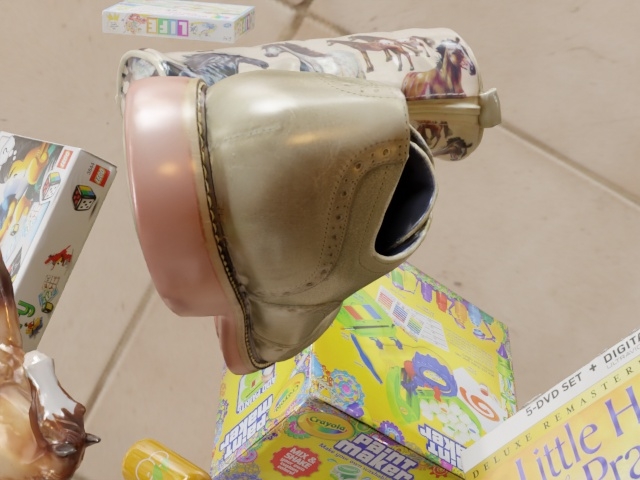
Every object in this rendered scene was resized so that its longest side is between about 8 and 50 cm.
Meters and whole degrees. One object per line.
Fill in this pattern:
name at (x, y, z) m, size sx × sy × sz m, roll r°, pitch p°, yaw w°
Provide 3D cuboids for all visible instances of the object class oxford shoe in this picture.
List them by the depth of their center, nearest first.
oxford shoe at (0.000, 0.000, 0.717) m, size 0.146 × 0.397 × 0.141 m, roll -9°, pitch 82°, yaw 4°

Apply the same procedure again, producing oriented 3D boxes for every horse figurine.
horse figurine at (-0.221, 0.103, 0.662) m, size 0.263 × 0.066 × 0.174 m, roll -40°, pitch 68°, yaw 26°

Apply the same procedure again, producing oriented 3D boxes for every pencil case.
pencil case at (-0.010, -0.147, 1.343) m, size 0.410 × 0.183 × 0.160 m, roll -8°, pitch 119°, yaw -24°

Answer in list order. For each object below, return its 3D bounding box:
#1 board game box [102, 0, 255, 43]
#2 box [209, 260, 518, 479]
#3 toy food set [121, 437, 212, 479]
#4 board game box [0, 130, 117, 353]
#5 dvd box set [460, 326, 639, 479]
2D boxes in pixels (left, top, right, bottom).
board game box at (-0.162, -0.256, 1.396) m, size 0.154 × 0.103 × 0.026 m, roll 6°, pitch 111°, yaw 9°
box at (0.056, 0.172, 1.321) m, size 0.290 × 0.279 × 0.177 m, roll 32°, pitch 125°, yaw -22°
toy food set at (-0.156, 0.269, 0.879) m, size 0.232 × 0.104 × 0.111 m, roll -45°, pitch 136°, yaw -26°
board game box at (-0.330, 0.043, 1.224) m, size 0.053 × 0.193 × 0.305 m, roll 29°, pitch 81°, yaw -38°
dvd box set at (0.261, 0.250, 0.819) m, size 0.062 × 0.420 × 0.307 m, roll 30°, pitch 124°, yaw -33°
